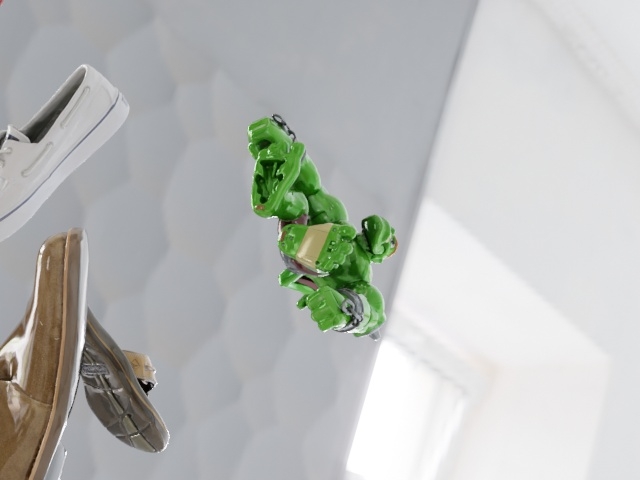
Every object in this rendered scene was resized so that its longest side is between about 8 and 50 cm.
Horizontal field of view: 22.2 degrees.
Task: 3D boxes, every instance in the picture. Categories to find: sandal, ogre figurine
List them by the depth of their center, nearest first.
[{"bbox_3d":[0.000,0.000,1.276,0.197,0.097,0.118,45,1,36],"label":"ogre figurine"},{"bbox_3d":[-0.206,0.124,1.628,0.090,0.060,0.219,-2,-55,46],"label":"sandal"}]

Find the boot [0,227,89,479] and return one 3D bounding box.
[{"bbox_3d":[-0.254,0.125,1.318,0.115,0.305,0.112,15,21,-4],"label":"boot"}]

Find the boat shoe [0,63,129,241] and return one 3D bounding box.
[{"bbox_3d":[-0.340,-0.099,1.884,0.084,0.258,0.095,49,-11,-33],"label":"boat shoe"}]

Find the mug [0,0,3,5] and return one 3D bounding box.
[{"bbox_3d":[-0.316,-0.237,1.358,0.113,0.169,0.150,42,-43,21],"label":"mug"}]
